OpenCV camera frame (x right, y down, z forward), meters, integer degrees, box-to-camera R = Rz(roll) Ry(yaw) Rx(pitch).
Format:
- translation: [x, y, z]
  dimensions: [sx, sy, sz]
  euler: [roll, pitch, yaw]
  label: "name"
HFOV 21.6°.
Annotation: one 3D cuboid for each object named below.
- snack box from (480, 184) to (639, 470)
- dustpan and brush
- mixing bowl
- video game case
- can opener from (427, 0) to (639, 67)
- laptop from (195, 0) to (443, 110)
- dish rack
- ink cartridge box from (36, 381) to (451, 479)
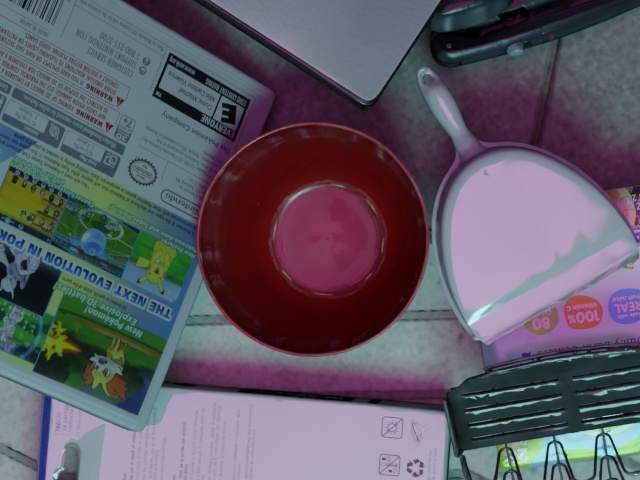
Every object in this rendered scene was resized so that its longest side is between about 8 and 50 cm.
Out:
- translation: [0.211, 0.066, 1.315]
  dimensions: [0.174, 0.070, 0.207]
  euler: [-9, 90, 8]
  label: "snack box"
- translation: [0.129, -0.045, 1.275]
  dimensions: [0.147, 0.060, 0.211]
  euler: [-30, 87, 2]
  label: "dustpan and brush"
- translation: [0.000, 0.000, 1.330]
  dimensions: [0.181, 0.098, 0.181]
  euler: [0, 89, 8]
  label: "mixing bowl"
- translation: [-0.214, -0.050, 1.259]
  dimensions: [0.329, 0.036, 0.300]
  euler: [29, 76, -34]
  label: "video game case"
- translation: [0.174, -0.180, 1.328]
  dimensions: [0.186, 0.073, 0.059]
  euler: [-12, 80, -1]
  label: "can opener"
- translation: [0.000, -0.388, 1.217]
  dimensions: [0.382, 0.236, 0.408]
  euler: [33, 72, 1]
  label: "laptop"
- translation: [0.205, 0.203, 1.263]
  dimensions: [0.208, 0.074, 0.271]
  euler: [-11, 120, 8]
  label: "dish rack"
- translation: [-0.063, 0.202, 1.357]
  dimensions: [0.332, 0.065, 0.165]
  euler: [5, 91, 6]
  label: "ink cartridge box"
